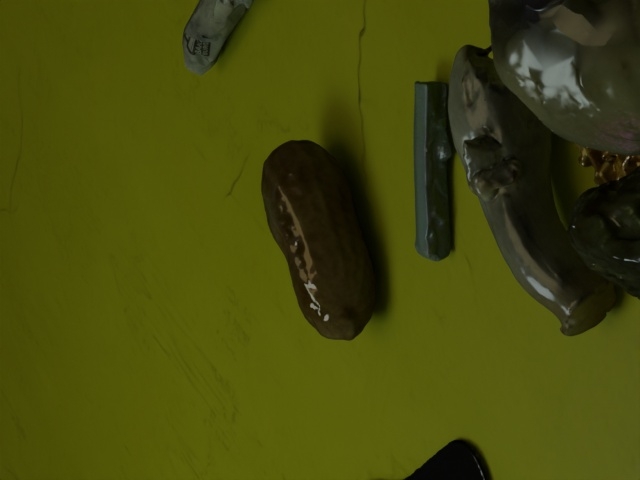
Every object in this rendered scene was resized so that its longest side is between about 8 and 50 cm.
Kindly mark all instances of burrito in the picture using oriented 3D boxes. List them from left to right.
[{"bbox_3d":[-0.121,-0.262,1.994,0.203,0.064,0.064,-45,60,57],"label":"burrito"}]

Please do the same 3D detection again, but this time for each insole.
[{"bbox_3d":[0.096,0.299,1.852,0.348,0.009,0.119,-46,61,56],"label":"insole"}]

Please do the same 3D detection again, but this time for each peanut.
[{"bbox_3d":[0.000,0.000,1.837,0.108,0.095,0.226,136,116,-74],"label":"peanut"}]

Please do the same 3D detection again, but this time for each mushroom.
[{"bbox_3d":[0.182,-0.048,1.514,0.099,0.096,0.278,14,-123,-73],"label":"mushroom"}]

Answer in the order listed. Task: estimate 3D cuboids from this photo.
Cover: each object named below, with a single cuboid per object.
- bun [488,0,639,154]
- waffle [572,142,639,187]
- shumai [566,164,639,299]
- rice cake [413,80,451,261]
[{"bbox_3d":[0.226,-0.201,1.275,0.273,0.168,0.273,-14,71,46],"label":"bun"},{"bbox_3d":[0.270,-0.081,1.395,0.191,0.038,0.191,26,121,55],"label":"waffle"},{"bbox_3d":[0.319,-0.028,1.240,0.204,0.222,0.272,-62,22,-7],"label":"shumai"},{"bbox_3d":[0.111,-0.068,1.681,0.042,0.030,0.180,26,121,61],"label":"rice cake"}]
